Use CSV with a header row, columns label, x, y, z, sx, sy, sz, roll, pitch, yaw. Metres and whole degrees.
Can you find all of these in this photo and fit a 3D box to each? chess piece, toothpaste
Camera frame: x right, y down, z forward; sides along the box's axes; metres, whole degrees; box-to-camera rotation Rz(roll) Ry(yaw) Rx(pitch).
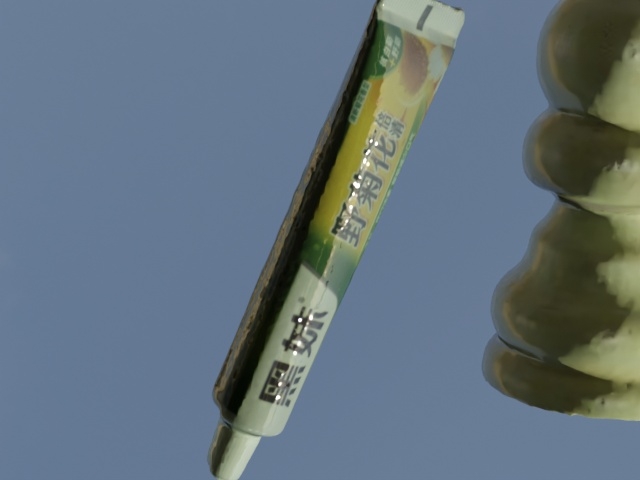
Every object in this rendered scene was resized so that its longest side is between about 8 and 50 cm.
label,x,y,z,sx,sy,sz,roll,pitch,yaw
chess piece,0.175,-0.033,1.108,0.144,0.144,0.251,10,-72,26
toothpaste,0.000,0.000,0.705,0.031,0.049,0.204,32,-77,41
